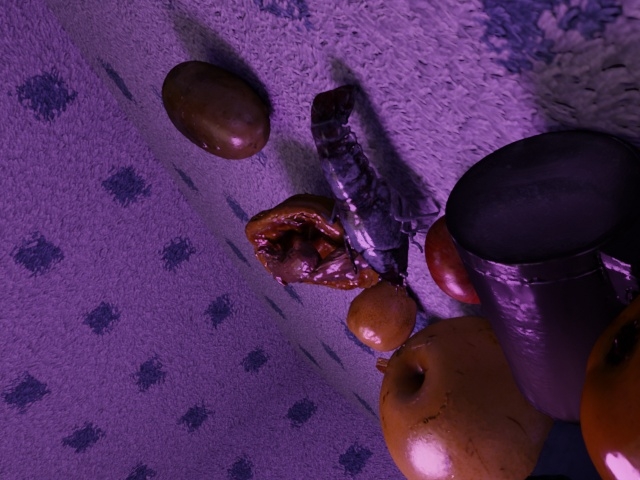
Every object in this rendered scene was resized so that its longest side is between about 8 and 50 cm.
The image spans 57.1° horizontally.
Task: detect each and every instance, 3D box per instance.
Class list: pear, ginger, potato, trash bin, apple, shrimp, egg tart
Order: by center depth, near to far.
[{"bbox_3d":[0.286,0.055,0.679,0.252,0.203,0.302,38,163,53],"label":"trash bin"},{"bbox_3d":[0.226,0.016,0.877,0.146,0.146,0.131,53,-174,-19],"label":"apple"},{"bbox_3d":[0.085,-0.068,1.034,0.221,0.166,0.411,-3,138,35],"label":"shrimp"},{"bbox_3d":[0.272,0.312,1.092,0.348,0.348,0.348,43,164,16],"label":"pear"},{"bbox_3d":[-0.002,0.042,1.237,0.290,0.084,0.122,-5,115,37],"label":"ginger"},{"bbox_3d":[-0.230,-0.286,1.301,0.307,0.173,0.210,34,157,36],"label":"potato"},{"bbox_3d":[0.000,0.000,1.365,0.339,0.153,0.351,4,151,30],"label":"egg tart"},{"bbox_3d":[0.150,0.178,1.427,0.178,0.178,0.178,43,164,16],"label":"pear"}]

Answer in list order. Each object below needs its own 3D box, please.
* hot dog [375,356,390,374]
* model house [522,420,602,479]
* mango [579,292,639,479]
[{"bbox_3d":[0.289,0.397,1.720,0.261,0.093,0.123,33,156,-3],"label":"hot dog"},{"bbox_3d":[0.435,0.345,0.648,0.329,0.251,0.295,-12,103,35],"label":"model house"},{"bbox_3d":[0.399,0.135,0.441,0.377,0.221,0.264,7,119,10],"label":"mango"}]
